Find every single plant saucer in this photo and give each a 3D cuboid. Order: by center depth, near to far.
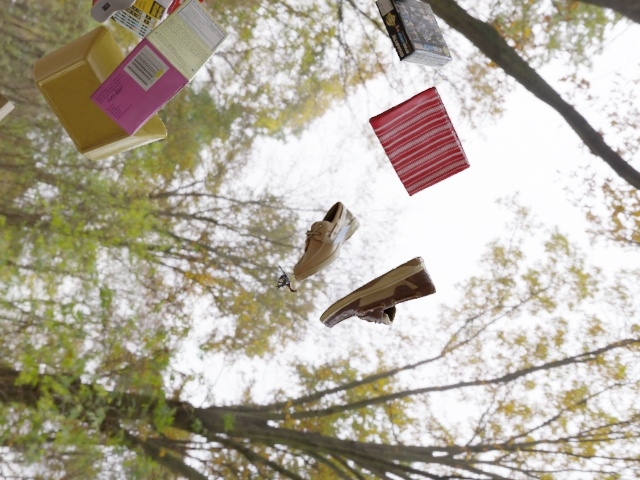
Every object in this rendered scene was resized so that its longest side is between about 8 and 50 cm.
[{"bbox_3d":[-0.645,-0.387,1.715,0.332,0.333,0.081,-11,-152,32],"label":"plant saucer"}]

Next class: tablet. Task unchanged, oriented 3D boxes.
[{"bbox_3d":[0.058,-0.016,1.701,0.006,0.083,0.054,33,-74,12],"label":"tablet"}]

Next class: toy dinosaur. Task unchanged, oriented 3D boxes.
[{"bbox_3d":[-0.097,0.113,1.642,0.047,0.090,0.082,-49,173,15],"label":"toy dinosaur"}]

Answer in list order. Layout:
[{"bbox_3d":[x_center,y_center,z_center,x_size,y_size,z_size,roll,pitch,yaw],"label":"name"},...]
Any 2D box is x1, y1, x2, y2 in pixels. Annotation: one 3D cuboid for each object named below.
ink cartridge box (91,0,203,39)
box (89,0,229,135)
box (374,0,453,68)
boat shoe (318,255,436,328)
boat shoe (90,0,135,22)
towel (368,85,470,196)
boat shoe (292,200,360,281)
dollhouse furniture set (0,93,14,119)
[{"bbox_3d":[-0.500,-0.705,1.761,0.130,0.271,0.309,-63,-160,-12],"label":"ink cartridge box"},{"bbox_3d":[-0.340,-0.378,1.301,0.213,0.117,0.243,-29,-154,35],"label":"box"},{"bbox_3d":[0.249,-0.547,1.588,0.051,0.220,0.175,-27,-98,38],"label":"box"},{"bbox_3d":[0.141,0.162,1.523,0.342,0.123,0.123,-33,-95,30],"label":"boat shoe"},{"bbox_3d":[-0.412,-0.485,1.222,0.142,0.049,0.040,-11,-144,38],"label":"boat shoe"},{"bbox_3d":[0.274,-0.264,1.654,0.198,0.275,0.031,-25,-150,15],"label":"towel"},{"bbox_3d":[0.000,0.000,1.778,0.121,0.110,0.341,-27,-165,37],"label":"boat shoe"},{"bbox_3d":[-0.701,-0.267,1.255,0.144,0.151,0.123,-52,170,-16],"label":"dollhouse furniture set"}]
